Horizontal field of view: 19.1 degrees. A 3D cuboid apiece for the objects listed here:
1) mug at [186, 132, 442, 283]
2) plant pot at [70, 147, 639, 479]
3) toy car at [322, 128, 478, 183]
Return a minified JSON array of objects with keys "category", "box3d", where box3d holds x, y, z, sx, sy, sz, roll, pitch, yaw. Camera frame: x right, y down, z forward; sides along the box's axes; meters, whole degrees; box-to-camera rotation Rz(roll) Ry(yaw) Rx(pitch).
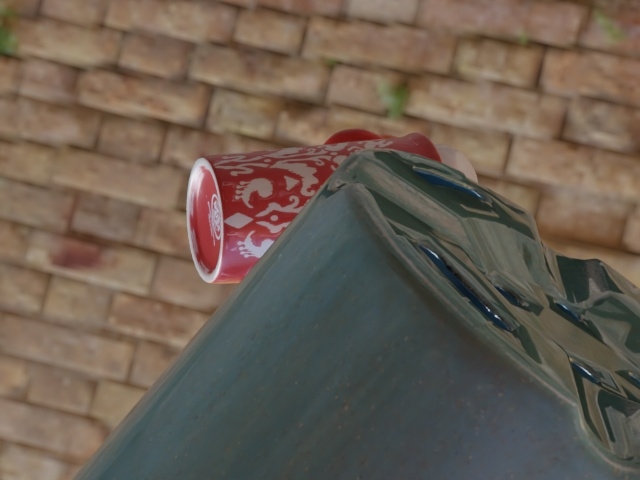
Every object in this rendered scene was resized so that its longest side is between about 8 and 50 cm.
[{"category":"mug","box3d":[0.001,-0.009,1.372,0.169,0.113,0.150,-3,-141,-20]},{"category":"plant pot","box3d":[0.024,0.163,0.854,0.341,0.334,0.341,33,-164,-11]},{"category":"toy car","box3d":[0.047,-0.031,1.708,0.136,0.159,0.182,51,-155,-21]}]
